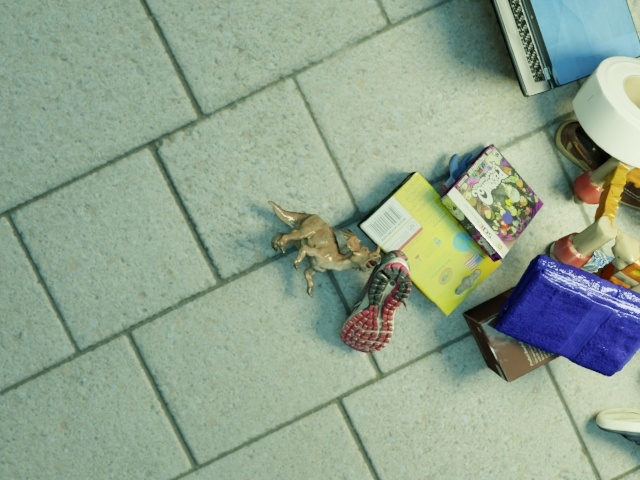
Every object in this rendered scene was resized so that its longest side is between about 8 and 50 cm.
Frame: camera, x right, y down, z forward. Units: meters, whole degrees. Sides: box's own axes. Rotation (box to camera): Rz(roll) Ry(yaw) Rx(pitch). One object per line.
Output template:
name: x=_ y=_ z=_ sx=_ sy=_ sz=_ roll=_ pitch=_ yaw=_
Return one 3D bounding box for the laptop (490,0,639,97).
laptop: x=0.581 y=-0.577 z=1.685 sx=0.236 sy=0.408 sz=0.382 roll=-18 pitch=95 yaw=32

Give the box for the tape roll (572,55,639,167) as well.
tape roll: x=0.749 y=-0.304 z=1.658 sx=0.286 sy=0.100 sz=0.286 roll=10 pitch=53 yaw=-14

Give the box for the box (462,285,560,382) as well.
box: x=0.497 y=0.220 z=1.752 sx=0.203 sy=0.167 sz=0.168 roll=-26 pitch=94 yaw=-1

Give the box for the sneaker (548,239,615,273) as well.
sneaker: x=0.694 y=0.060 z=1.798 sx=0.211 sy=0.081 sz=0.080 roll=16 pitch=91 yaw=-5

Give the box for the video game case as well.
video game case: x=0.428 y=-0.096 z=1.738 sx=0.210 sy=0.042 sz=0.232 roll=49 pitch=58 yaw=-5

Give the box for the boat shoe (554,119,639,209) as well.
boat shoe: x=0.752 y=-0.189 z=1.765 sx=0.342 sy=0.123 sz=0.123 roll=38 pitch=91 yaw=-4

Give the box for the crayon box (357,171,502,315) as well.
crayon box: x=0.273 y=0.008 z=1.771 sx=0.202 sy=0.081 sz=0.318 roll=-43 pitch=94 yaw=0

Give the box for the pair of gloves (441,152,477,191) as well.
pair of gloves: x=0.385 y=-0.127 z=1.766 sx=0.198 sy=0.023 sz=0.159 roll=49 pitch=58 yaw=-3

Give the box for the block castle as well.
block castle: x=0.799 y=0.031 z=1.672 sx=0.453 sy=0.213 sz=0.303 roll=30 pitch=59 yaw=-3

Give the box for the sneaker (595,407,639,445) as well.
sneaker: x=0.880 y=0.534 z=1.814 sx=0.350 sy=0.131 sz=0.148 roll=10 pitch=97 yaw=0

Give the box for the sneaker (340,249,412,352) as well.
sneaker: x=0.146 y=0.159 z=1.732 sx=0.120 sy=0.112 sz=0.299 roll=25 pitch=121 yaw=-5

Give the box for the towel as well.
towel: x=0.581 y=0.180 z=1.590 sx=0.308 sy=0.076 sz=0.228 roll=23 pitch=118 yaw=0

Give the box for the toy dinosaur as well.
toy dinosaur: x=0.000 y=0.000 z=1.741 sx=0.200 sy=0.127 sz=0.296 roll=-37 pitch=75 yaw=-11
